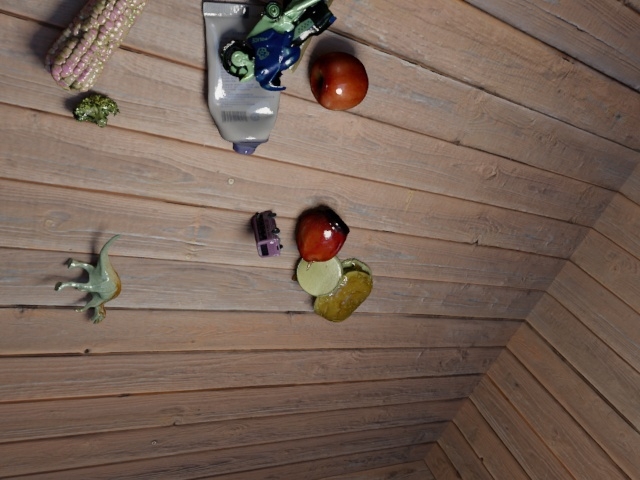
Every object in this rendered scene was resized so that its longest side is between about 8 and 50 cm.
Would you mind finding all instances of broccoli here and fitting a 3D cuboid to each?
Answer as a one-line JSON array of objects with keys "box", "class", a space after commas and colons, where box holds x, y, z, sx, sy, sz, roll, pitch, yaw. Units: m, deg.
[{"box": [-0.606, -0.346, 1.342, 0.095, 0.092, 0.097, -41, 152, 23], "class": "broccoli"}]

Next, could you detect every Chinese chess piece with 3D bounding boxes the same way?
[{"box": [-0.002, 0.129, 1.976, 0.189, 0.083, 0.188, 0, 94, 7], "class": "Chinese chess piece"}]

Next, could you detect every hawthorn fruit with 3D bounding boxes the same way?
[{"box": [0.000, 0.000, 1.861, 0.190, 0.189, 0.251, 9, 110, -33], "class": "hawthorn fruit"}]

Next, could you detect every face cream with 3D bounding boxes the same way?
[{"box": [-0.220, -0.460, 1.458, 0.235, 0.137, 0.419, -6, 118, -21], "class": "face cream"}]

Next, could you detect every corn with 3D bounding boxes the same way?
[{"box": [-0.548, -0.516, 1.225, 0.335, 0.126, 0.127, -49, 132, 10], "class": "corn"}]

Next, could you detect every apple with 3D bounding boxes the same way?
[{"box": [0.059, -0.487, 1.528, 0.169, 0.181, 0.180, -7, 127, -21], "class": "apple"}]

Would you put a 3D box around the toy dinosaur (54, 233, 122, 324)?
[{"box": [-0.732, 0.114, 1.622, 0.206, 0.092, 0.392, 21, 111, -38], "class": "toy dinosaur"}]

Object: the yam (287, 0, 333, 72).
[{"box": [-0.035, -0.626, 1.459, 0.061, 0.061, 0.274, 16, 116, -36], "class": "yam"}]

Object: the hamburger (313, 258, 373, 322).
[{"box": [0.101, 0.222, 2.125, 0.266, 0.134, 0.285, 31, 108, -39], "class": "hamburger"}]

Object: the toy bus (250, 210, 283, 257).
[{"box": [-0.190, -0.024, 1.755, 0.099, 0.178, 0.086, -12, 129, -5], "class": "toy bus"}]

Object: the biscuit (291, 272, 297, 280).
[{"box": [-0.076, 0.141, 2.047, 0.092, 0.016, 0.082, -27, 137, -7], "class": "biscuit"}]

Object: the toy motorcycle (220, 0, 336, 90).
[{"box": [-0.106, -0.541, 1.368, 0.331, 0.125, 0.196, -40, 107, 6], "class": "toy motorcycle"}]
